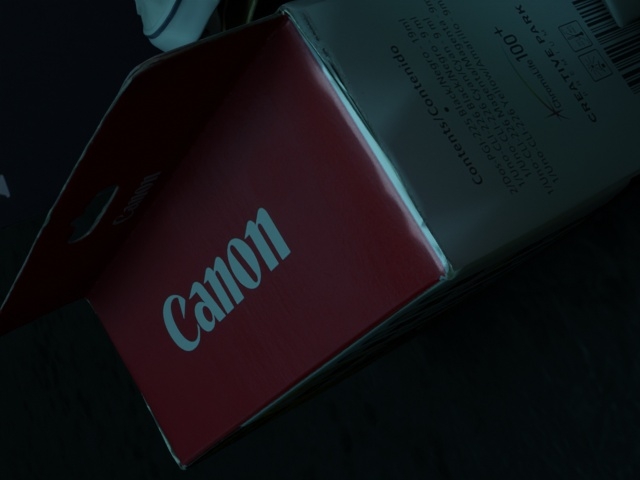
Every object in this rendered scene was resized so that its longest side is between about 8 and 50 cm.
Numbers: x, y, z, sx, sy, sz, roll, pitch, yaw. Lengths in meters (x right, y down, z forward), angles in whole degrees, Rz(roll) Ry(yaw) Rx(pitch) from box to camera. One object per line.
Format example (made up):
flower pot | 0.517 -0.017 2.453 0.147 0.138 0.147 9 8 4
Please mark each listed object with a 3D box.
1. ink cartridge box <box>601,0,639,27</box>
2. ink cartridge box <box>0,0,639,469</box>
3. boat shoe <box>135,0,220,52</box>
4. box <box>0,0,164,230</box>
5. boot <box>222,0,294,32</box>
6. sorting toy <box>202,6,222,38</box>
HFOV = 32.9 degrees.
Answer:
ink cartridge box | 0.094 -0.212 0.429 0.093 0.154 0.212 -33 73 18
ink cartridge box | 0.000 0.000 0.560 0.130 0.271 0.309 58 145 9
boat shoe | -0.077 -0.180 0.588 0.095 0.084 0.258 -70 12 -20
box | -0.296 -0.183 0.928 0.395 0.212 0.294 12 121 61
boot | -0.021 -0.110 0.648 0.112 0.115 0.305 25 154 0
sorting toy | -0.106 -0.197 0.865 0.083 0.045 0.075 22 141 51
